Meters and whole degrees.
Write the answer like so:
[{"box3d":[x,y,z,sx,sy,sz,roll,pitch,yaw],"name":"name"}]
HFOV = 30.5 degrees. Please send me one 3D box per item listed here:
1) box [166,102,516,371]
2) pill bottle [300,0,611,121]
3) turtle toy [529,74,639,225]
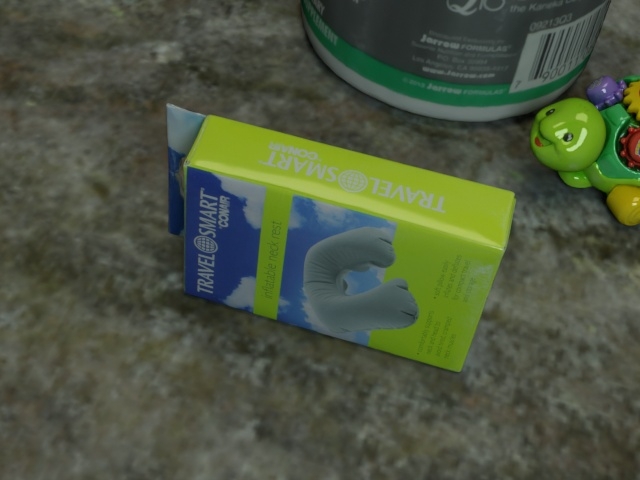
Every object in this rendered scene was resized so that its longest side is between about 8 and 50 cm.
[{"box3d":[0.000,0.000,0.601,0.178,0.109,0.042,15,51,5],"name":"box"},{"box3d":[0.103,-0.261,0.673,0.204,0.361,0.204,4,49,-4],"name":"pill bottle"},{"box3d":[0.184,-0.063,0.709,0.130,0.066,0.095,-13,53,-19],"name":"turtle toy"}]
